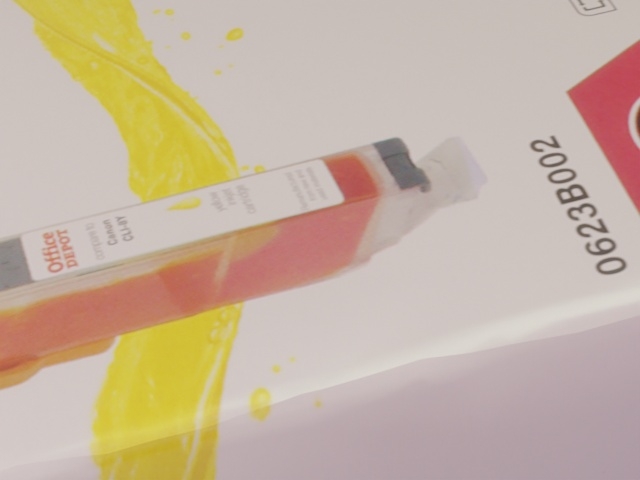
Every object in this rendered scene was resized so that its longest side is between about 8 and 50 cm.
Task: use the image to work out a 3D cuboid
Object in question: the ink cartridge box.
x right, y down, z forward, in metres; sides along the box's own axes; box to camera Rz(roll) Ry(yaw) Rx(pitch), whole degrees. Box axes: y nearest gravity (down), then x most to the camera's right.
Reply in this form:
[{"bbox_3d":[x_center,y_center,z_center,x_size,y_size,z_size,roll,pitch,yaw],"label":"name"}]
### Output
[{"bbox_3d":[-0.027,0.018,0.579,0.385,0.160,0.279,-15,39,-5],"label":"ink cartridge box"}]
